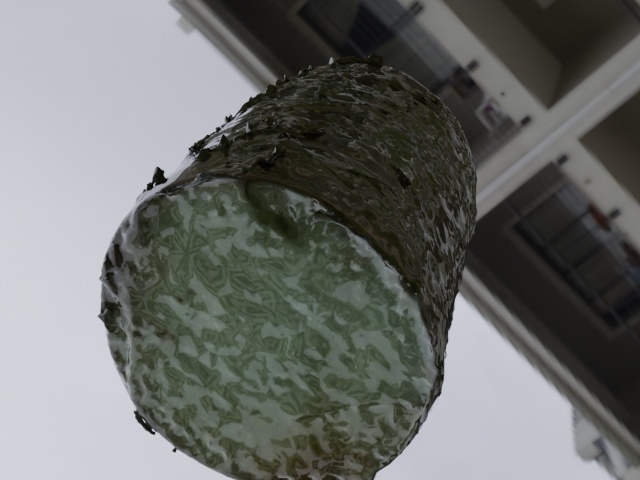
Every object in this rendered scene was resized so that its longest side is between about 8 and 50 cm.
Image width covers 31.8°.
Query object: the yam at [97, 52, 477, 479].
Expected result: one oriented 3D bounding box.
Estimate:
[{"bbox_3d":[0.000,0.000,0.607,0.168,0.168,0.304,46,-160,-5],"label":"yam"}]
